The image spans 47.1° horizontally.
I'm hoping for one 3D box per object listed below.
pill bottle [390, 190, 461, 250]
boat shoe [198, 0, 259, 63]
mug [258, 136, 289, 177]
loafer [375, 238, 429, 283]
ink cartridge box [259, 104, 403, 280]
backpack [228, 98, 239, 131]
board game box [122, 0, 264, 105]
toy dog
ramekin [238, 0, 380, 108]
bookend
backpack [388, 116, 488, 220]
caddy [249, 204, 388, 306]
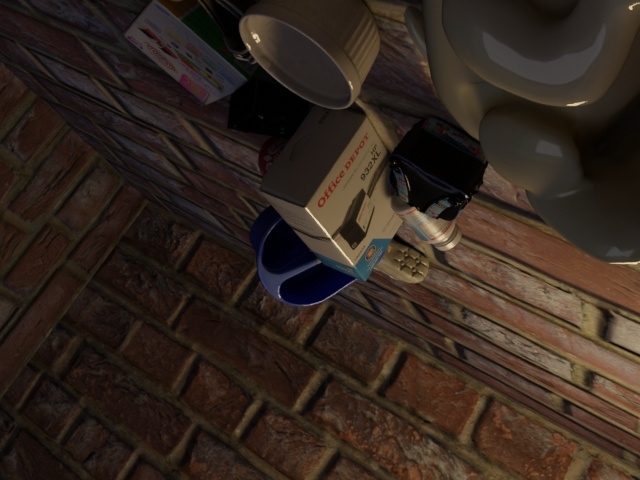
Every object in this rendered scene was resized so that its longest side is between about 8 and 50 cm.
[{"bbox_3d":[0.222,-0.050,1.513,0.160,0.087,0.087,42,165,-33],"label":"pill bottle"},{"bbox_3d":[-0.113,-0.341,1.207,0.108,0.102,0.301,18,164,30],"label":"boat shoe"},{"bbox_3d":[-0.034,-0.185,1.684,0.169,0.150,0.113,13,120,47],"label":"mug"},{"bbox_3d":[0.135,0.015,1.919,0.319,0.112,0.111,36,159,-11],"label":"loafer"},{"bbox_3d":[0.045,-0.093,1.484,0.129,0.223,0.307,24,164,36],"label":"ink cartridge box"},{"bbox_3d":[-0.142,-0.280,1.546,0.084,0.105,0.114,60,163,-11],"label":"backpack"},{"bbox_3d":[-0.262,-0.395,1.495,0.242,0.064,0.316,39,166,-22],"label":"board game box"},{"bbox_3d":[0.175,-0.250,0.593,0.408,0.284,0.395,46,180,-40],"label":"toy dog"},{"bbox_3d":[-0.008,-0.304,1.098,0.207,0.109,0.207,32,168,8],"label":"ramekin"},{"bbox_3d":[-0.084,-0.250,1.423,0.157,0.072,0.156,7,176,-22],"label":"bookend"},{"bbox_3d":[0.198,-0.113,1.271,0.158,0.117,0.173,31,167,10],"label":"backpack"},{"bbox_3d":[0.000,0.000,1.706,0.241,0.341,0.179,61,170,-25],"label":"caddy"}]
